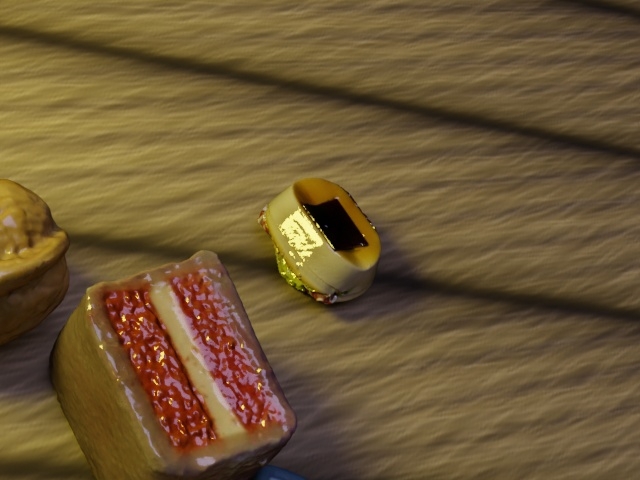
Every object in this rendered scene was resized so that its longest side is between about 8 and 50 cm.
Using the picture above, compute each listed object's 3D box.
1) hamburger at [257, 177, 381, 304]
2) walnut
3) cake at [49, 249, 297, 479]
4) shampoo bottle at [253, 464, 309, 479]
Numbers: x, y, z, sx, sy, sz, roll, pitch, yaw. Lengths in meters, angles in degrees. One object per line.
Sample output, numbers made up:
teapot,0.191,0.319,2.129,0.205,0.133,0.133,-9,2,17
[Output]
hamburger,0.000,0.000,2.147,0.173,0.116,0.210,-20,65,-43
walnut,-0.457,0.031,1.824,0.257,0.257,0.224,-26,106,-36
cake,-0.204,0.202,1.830,0.237,0.230,0.308,-17,68,-32
shampoo bottle,-0.076,0.437,1.846,0.104,0.061,0.258,27,51,-9
